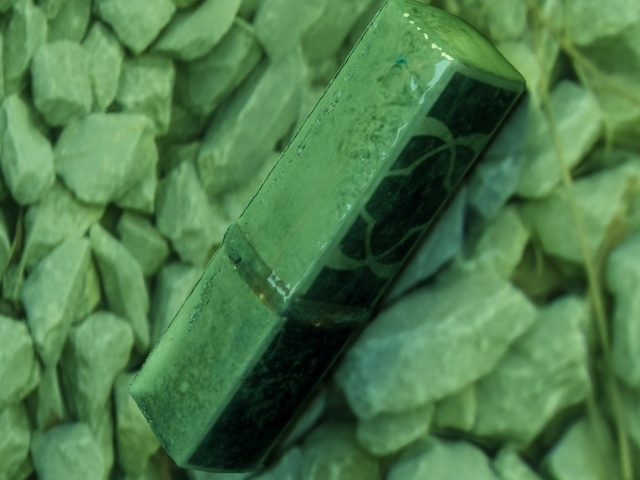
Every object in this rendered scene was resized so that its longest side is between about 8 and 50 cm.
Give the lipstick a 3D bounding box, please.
[{"bbox_3d":[0.000,0.000,0.955,0.290,0.077,0.076,-57,49,20],"label":"lipstick"}]
